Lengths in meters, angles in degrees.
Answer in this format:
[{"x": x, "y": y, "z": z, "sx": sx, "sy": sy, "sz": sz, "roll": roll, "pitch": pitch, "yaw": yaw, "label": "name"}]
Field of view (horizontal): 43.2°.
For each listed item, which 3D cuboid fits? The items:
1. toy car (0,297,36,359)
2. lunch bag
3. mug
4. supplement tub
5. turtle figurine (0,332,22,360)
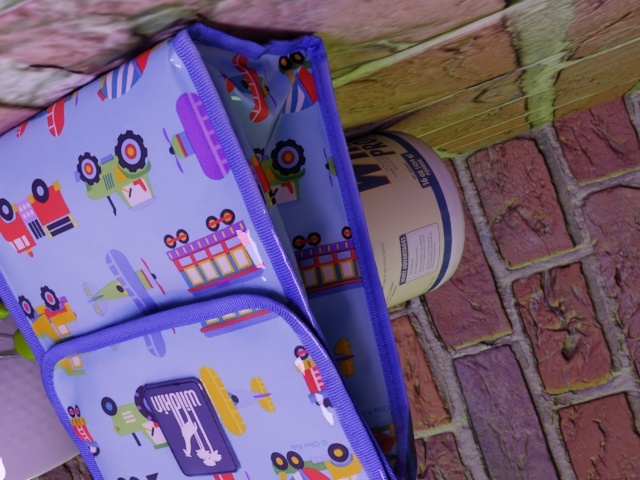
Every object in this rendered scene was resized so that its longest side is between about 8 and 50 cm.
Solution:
[{"x": -0.362, "y": 0.051, "z": 1.152, "sx": 0.155, "sy": 0.149, "sz": 0.188, "roll": -28, "pitch": -158, "yaw": 20, "label": "toy car"}, {"x": -0.071, "y": 0.053, "z": 0.496, "sx": 0.221, "sy": 0.293, "sz": 0.138, "roll": -20, "pitch": 180, "yaw": 32, "label": "lunch bag"}, {"x": -0.591, "y": 0.258, "z": 1.482, "sx": 0.276, "sy": 0.328, "sz": 0.374, "roll": -19, "pitch": 180, "yaw": 4, "label": "mug"}, {"x": 0.000, "y": 0.000, "z": 1.061, "sx": 0.324, "sy": 0.235, "sz": 0.235, "roll": -19, "pitch": 180, "yaw": -29, "label": "supplement tub"}, {"x": -0.407, "y": 0.179, "z": 1.267, "sx": 0.274, "sy": 0.266, "sz": 0.198, "roll": -43, "pitch": 169, "yaw": -45, "label": "turtle figurine"}]
